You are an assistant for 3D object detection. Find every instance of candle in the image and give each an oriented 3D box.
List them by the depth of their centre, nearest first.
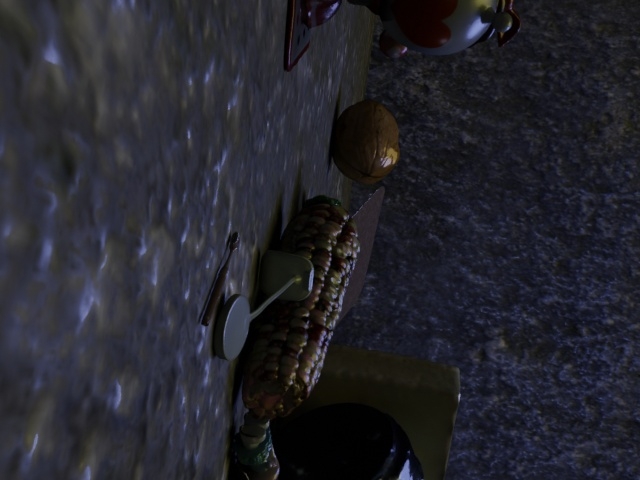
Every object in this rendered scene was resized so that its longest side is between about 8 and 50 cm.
[{"bbox_3d":[0.061,0.414,1.097,0.221,0.221,0.342,-74,146,-65],"label":"candle"}]

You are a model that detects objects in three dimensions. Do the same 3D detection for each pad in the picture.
[{"bbox_3d":[0.028,0.054,1.099,0.176,0.002,0.266,-47,158,-35],"label":"pad"}]

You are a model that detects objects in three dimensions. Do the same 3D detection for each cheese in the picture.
[{"bbox_3d":[0.068,0.292,1.229,0.124,0.266,0.242,-67,164,-69],"label":"cheese"}]

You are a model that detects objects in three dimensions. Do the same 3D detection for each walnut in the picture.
[{"bbox_3d":[0.089,-0.199,1.572,0.144,0.144,0.180,90,5,-65],"label":"walnut"}]

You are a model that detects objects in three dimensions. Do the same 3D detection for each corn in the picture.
[{"bbox_3d":[-0.016,0.064,0.808,0.280,0.092,0.092,-76,173,-50],"label":"corn"}]

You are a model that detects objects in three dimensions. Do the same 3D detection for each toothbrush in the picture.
[{"bbox_3d":[-0.069,0.025,0.551,0.097,0.006,0.008,-78,173,-51],"label":"toothbrush"}]

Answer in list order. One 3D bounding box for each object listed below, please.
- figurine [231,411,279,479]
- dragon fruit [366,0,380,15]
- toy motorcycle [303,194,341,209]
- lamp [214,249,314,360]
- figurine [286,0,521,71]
[{"bbox_3d":[-0.062,0.215,0.755,0.060,0.047,0.106,-105,-167,-55],"label":"figurine"},{"bbox_3d":[0.124,-0.406,1.009,0.315,0.250,0.250,-119,-146,-68],"label":"dragon fruit"},{"bbox_3d":[0.000,0.000,1.118,0.190,0.074,0.106,-77,164,-49],"label":"toy motorcycle"},{"bbox_3d":[-0.059,0.050,0.666,0.198,0.056,0.050,-32,132,-71],"label":"lamp"},{"bbox_3d":[0.093,-0.253,0.764,0.160,0.226,0.183,-72,169,-64],"label":"figurine"}]
